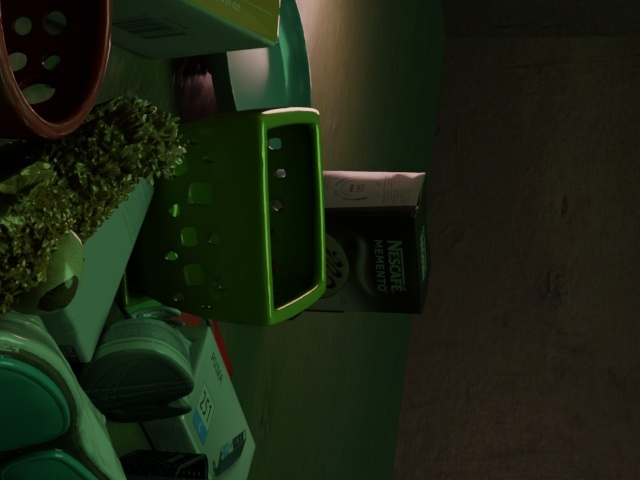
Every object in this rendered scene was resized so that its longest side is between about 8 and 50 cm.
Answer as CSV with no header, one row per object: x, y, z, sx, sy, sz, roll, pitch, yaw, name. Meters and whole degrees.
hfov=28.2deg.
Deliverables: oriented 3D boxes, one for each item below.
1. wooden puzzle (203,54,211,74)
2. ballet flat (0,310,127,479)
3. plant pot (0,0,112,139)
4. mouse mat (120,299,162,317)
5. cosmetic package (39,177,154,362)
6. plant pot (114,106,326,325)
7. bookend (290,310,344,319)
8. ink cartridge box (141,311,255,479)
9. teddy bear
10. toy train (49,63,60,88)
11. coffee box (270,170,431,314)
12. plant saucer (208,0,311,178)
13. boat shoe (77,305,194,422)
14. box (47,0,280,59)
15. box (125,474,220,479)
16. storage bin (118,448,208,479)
-0.136,-0.331,1.734,0.238,0.044,0.221,70,25,-47,wooden puzzle
-0.261,0.136,1.100,0.400,0.139,0.139,77,19,-60,ballet flat
-0.260,-0.166,0.896,0.191,0.174,0.191,1,90,-78,plant pot
-0.207,0.018,1.534,0.152,0.007,0.189,73,24,-55,mouse mat
-0.238,-0.009,1.226,0.117,0.086,0.231,79,20,-46,cosmetic package
-0.122,-0.033,1.426,0.227,0.207,0.228,-22,112,-73,plant pot
-0.027,0.077,1.992,0.157,0.156,0.072,-35,126,-73,bookend
-0.146,0.200,1.695,0.296,0.066,0.261,76,21,-50,ink cartridge box
-0.216,-0.024,1.014,0.113,0.245,0.338,64,-7,-14,teddy bear
-0.249,-0.173,1.281,0.083,0.024,0.017,-67,156,-58,toy train
0.000,0.000,1.782,0.119,0.297,0.168,-70,157,-54,coffee box
-0.083,-0.237,1.725,0.317,0.044,0.317,-5,90,-72,plant saucer
-0.191,0.124,1.346,0.320,0.118,0.103,89,-7,-75,boat shoe
-0.154,-0.373,1.231,0.215,0.168,0.345,13,78,-58,box
-0.146,0.344,1.299,0.163,0.247,0.142,-70,157,-55,box
-0.189,0.340,1.479,0.122,0.084,0.180,3,88,-77,storage bin
